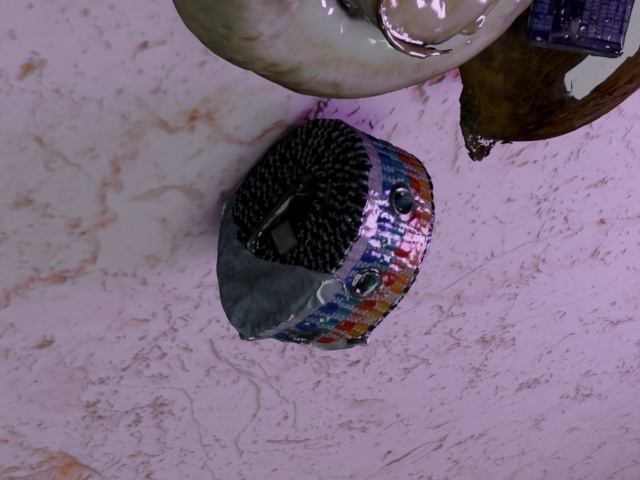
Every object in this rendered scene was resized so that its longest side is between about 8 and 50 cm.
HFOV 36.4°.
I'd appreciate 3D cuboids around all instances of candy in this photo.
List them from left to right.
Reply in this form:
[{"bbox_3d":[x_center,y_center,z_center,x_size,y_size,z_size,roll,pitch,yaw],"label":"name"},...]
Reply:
[{"bbox_3d":[0.237,-0.309,0.789,0.061,0.088,0.312,-40,141,-66],"label":"candy"}]

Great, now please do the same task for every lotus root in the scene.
[{"bbox_3d":[0.277,-0.231,0.939,0.397,0.179,0.196,-43,153,22],"label":"lotus root"}]

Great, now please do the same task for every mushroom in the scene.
[{"bbox_3d":[0.042,-0.254,0.705,0.352,0.260,0.352,-23,147,-16],"label":"mushroom"}]

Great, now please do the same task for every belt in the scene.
[{"bbox_3d":[0.000,0.000,1.054,0.150,0.207,0.257,20,118,-42],"label":"belt"}]
